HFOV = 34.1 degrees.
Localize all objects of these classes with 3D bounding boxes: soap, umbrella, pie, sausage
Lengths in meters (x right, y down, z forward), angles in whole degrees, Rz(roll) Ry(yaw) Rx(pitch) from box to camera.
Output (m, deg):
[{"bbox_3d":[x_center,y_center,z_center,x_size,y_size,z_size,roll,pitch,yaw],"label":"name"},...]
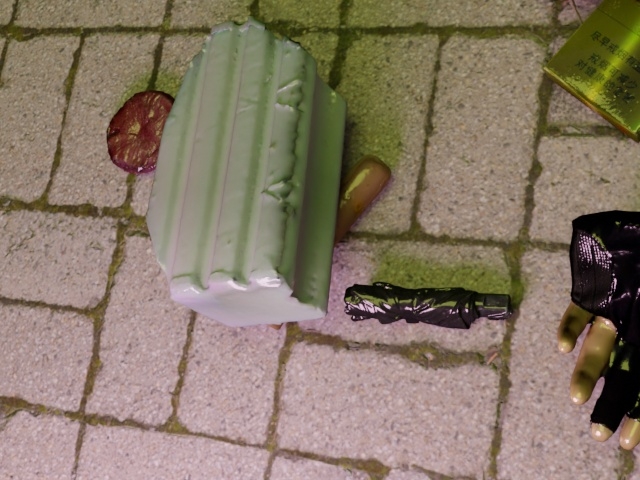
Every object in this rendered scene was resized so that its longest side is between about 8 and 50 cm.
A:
[{"bbox_3d":[-0.104,-0.107,1.530,0.261,0.156,0.446,-9,64,32],"label":"soap"},{"bbox_3d":[0.150,0.091,1.461,0.236,0.066,0.059,1,70,20],"label":"umbrella"},{"bbox_3d":[-0.290,-0.180,1.733,0.154,0.036,0.154,-6,73,21],"label":"pie"},{"bbox_3d":[-0.002,-0.001,1.551,0.066,0.066,0.301,37,90,26],"label":"sausage"}]

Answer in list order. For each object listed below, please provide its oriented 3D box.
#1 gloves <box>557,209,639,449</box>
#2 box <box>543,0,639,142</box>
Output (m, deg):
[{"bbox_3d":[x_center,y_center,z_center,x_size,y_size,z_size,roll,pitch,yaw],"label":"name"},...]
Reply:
[{"bbox_3d":[0.395,0.111,1.308,0.197,0.152,0.301,8,85,46],"label":"gloves"},{"bbox_3d":[0.479,-0.303,1.447,0.311,0.043,0.173,-49,64,4],"label":"box"}]
